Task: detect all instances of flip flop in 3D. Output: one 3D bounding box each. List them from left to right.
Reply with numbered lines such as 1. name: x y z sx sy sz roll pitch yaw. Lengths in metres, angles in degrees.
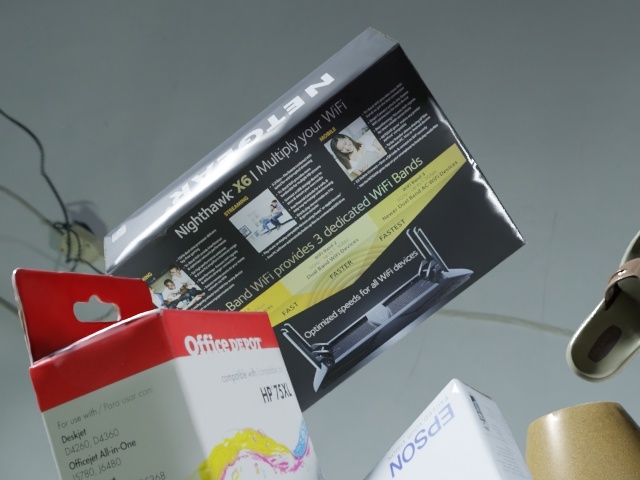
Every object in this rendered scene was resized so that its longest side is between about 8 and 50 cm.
1. flip flop: 0.457 0.086 1.126 0.112 0.080 0.277 38 94 30

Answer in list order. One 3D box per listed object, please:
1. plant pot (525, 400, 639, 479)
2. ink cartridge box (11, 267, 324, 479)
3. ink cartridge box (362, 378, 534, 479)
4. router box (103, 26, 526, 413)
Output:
1. plant pot: 0.336 0.329 0.898 0.237 0.237 0.254 -13 59 5
2. ink cartridge box: -0.061 0.112 0.396 0.078 0.134 0.231 -23 79 13
3. ink cartridge box: 0.055 0.232 0.462 0.223 0.045 0.224 -53 22 17
4. router box: 0.000 0.000 0.709 0.309 0.243 0.081 -37 30 3
